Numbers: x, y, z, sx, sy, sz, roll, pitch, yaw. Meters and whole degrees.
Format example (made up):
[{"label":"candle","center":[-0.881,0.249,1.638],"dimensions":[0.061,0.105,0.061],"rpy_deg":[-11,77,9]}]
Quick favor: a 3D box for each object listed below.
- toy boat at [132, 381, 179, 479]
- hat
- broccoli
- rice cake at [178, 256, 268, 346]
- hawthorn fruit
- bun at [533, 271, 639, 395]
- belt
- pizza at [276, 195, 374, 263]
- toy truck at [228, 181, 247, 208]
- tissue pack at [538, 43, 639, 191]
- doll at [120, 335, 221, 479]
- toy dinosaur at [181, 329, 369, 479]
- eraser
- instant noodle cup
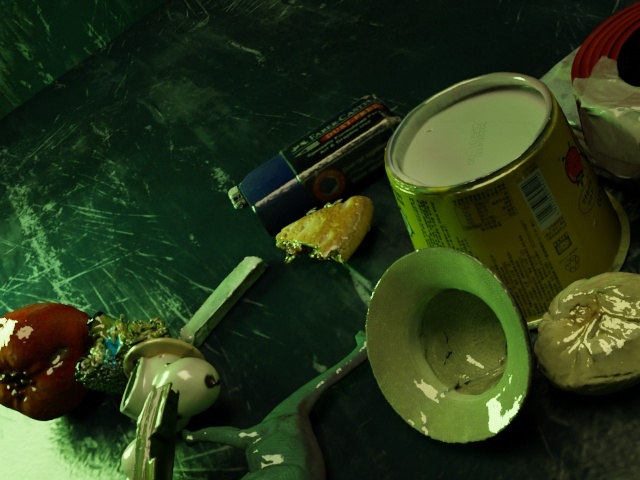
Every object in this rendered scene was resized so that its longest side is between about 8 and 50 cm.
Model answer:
[{"label":"toy boat","center":[-0.219,0.341,1.171],"dimensions":[0.055,0.093,0.293],"rpy_deg":[-6,66,3]},{"label":"hat","center":[0.196,0.127,1.134],"dimensions":[0.130,0.257,0.257],"rpy_deg":[-8,13,-44]},{"label":"broccoli","center":[-0.345,0.183,1.483],"dimensions":[0.160,0.154,0.167],"rpy_deg":[42,83,17]},{"label":"rice cake","center":[-0.174,0.108,1.554],"dimensions":[0.043,0.034,0.211],"rpy_deg":[20,59,39]},{"label":"hawthorn fruit","center":[-0.473,0.197,1.561],"dimensions":[0.207,0.207,0.243],"rpy_deg":[-14,14,25]},{"label":"bun","center":[0.352,0.111,1.076],"dimensions":[0.188,0.111,0.164],"rpy_deg":[-21,39,10]},{"label":"belt","center":[0.457,-0.212,1.160],"dimensions":[0.227,0.115,0.324],"rpy_deg":[11,48,41]},{"label":"pizza","center":[0.001,0.000,1.524],"dimensions":[0.194,0.069,0.154],"rpy_deg":[-10,40,39]},{"label":"toy truck","center":[-0.150,-0.103,1.784],"dimensions":[0.083,0.044,0.039],"rpy_deg":[-30,32,3]},{"label":"tissue pack","center":[0.527,-0.205,1.313],"dimensions":[0.288,0.124,0.394],"rpy_deg":[-38,35,-10]},{"label":"doll","center":[-0.266,0.277,1.331],"dimensions":[0.208,0.144,0.271],"rpy_deg":[3,58,57]},{"label":"toy dinosaur","center":[-0.004,0.291,1.161],"dimensions":[0.331,0.129,0.383],"rpy_deg":[-25,35,-5]},{"label":"eraser","center":[0.009,-0.148,1.665],"dimensions":[0.332,0.101,0.155],"rpy_deg":[-32,34,-1]},{"label":"instant noodle cup","center":[0.251,-0.065,1.247],"dimensions":[0.325,0.254,0.326],"rpy_deg":[-21,37,17]}]
